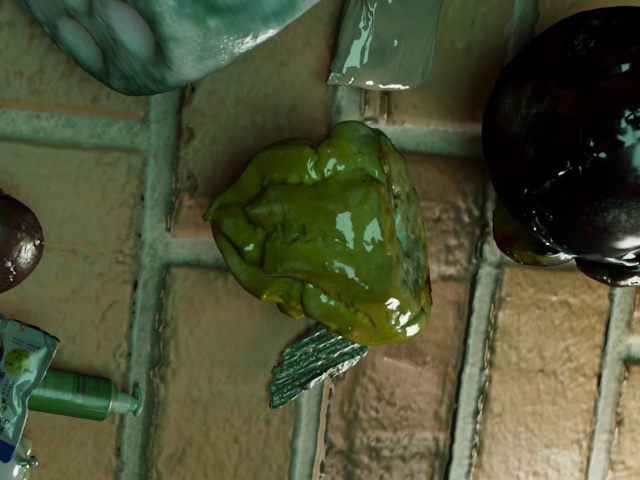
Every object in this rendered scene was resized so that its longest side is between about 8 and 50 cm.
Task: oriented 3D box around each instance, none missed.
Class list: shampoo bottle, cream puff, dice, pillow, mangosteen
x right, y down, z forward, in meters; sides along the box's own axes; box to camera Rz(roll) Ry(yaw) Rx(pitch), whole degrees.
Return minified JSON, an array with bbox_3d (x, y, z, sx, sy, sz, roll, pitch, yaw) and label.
[{"bbox_3d":[-0.337,0.203,1.476,0.205,0.065,0.065,14,95,-24],"label":"shampoo bottle"},{"bbox_3d":[0.001,0.001,1.472,0.257,0.324,0.291,-9,88,15],"label":"cream puff"},{"bbox_3d":[-0.173,-0.387,1.243,0.328,0.330,0.348,-45,113,-24],"label":"dice"},{"bbox_3d":[0.099,-0.341,1.539,0.173,0.067,0.270,3,100,-29],"label":"pillow"},{"bbox_3d":[0.408,-0.135,1.570,0.381,0.421,0.381,3,63,-6],"label":"mangosteen"}]

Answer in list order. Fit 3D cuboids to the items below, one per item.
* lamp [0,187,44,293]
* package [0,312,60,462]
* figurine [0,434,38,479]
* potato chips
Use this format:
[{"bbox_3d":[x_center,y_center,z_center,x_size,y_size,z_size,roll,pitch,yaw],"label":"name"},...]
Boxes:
[{"bbox_3d":[-0.422,-0.008,1.363,0.156,0.135,0.157,-17,138,12],"label":"lamp"},{"bbox_3d":[-0.432,0.172,1.395,0.171,0.027,0.173,21,85,11],"label":"package"},{"bbox_3d":[-0.467,0.289,1.426,0.197,0.093,0.147,3,77,-15],"label":"figurine"},{"bbox_3d":[-0.001,0.165,1.624,0.207,0.028,0.092,-29,109,-16],"label":"potato chips"}]
